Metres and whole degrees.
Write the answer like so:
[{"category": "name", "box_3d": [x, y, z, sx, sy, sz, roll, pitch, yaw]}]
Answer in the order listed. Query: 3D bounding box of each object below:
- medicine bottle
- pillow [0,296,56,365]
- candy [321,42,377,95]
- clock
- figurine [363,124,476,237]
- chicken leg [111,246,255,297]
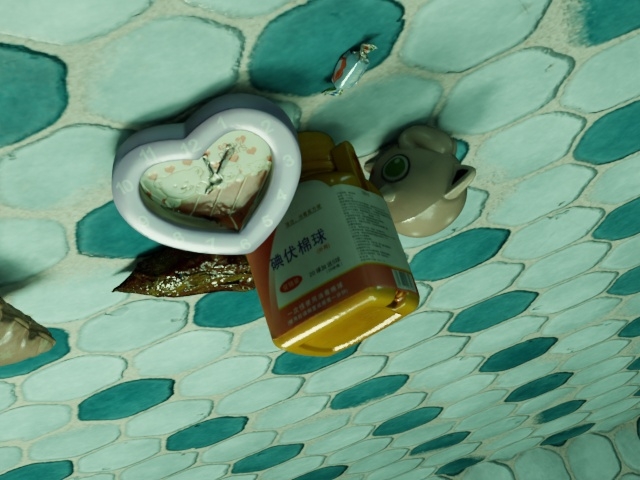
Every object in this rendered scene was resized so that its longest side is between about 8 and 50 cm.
[{"category": "medicine bottle", "box_3d": [0.000, 0.000, 1.291, 0.149, 0.222, 0.112, -31, 155, 26]}, {"category": "pillow", "box_3d": [-0.447, 0.101, 1.338, 0.223, 0.084, 0.236, -15, 153, 10]}, {"category": "candy", "box_3d": [0.027, -0.171, 1.189, 0.030, 0.020, 0.083, -7, 153, -34]}, {"category": "clock", "box_3d": [-0.109, -0.064, 1.225, 0.198, 0.064, 0.172, -22, 126, 9]}, {"category": "figurine", "box_3d": [0.112, -0.065, 1.376, 0.138, 0.125, 0.125, -36, 154, 11]}, {"category": "chicken leg", "box_3d": [-0.139, 0.035, 1.472, 0.234, 0.063, 0.105, -7, 150, -22]}]
